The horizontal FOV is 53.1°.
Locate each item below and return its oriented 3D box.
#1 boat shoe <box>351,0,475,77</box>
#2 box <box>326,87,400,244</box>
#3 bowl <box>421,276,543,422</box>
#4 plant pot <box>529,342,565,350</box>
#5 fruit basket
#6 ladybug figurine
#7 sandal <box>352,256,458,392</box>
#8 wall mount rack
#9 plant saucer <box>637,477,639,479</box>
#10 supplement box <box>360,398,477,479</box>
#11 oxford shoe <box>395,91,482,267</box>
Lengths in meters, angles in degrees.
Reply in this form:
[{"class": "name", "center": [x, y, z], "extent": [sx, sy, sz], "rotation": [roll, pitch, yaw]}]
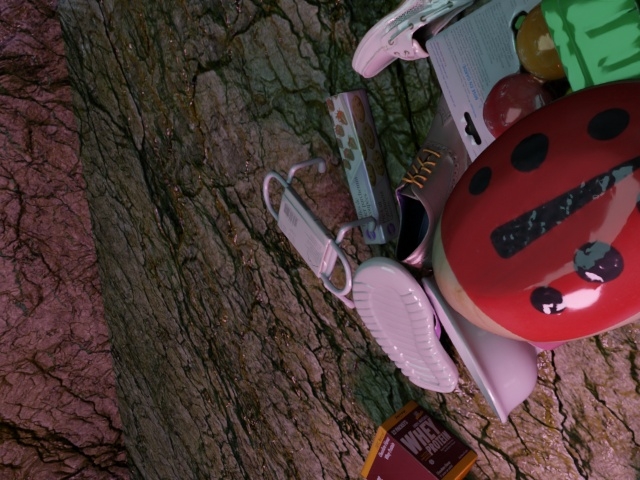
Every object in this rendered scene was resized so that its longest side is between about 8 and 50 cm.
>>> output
[{"class": "boat shoe", "center": [0.161, -0.368, 1.151], "extent": [0.277, 0.098, 0.096], "rotation": [-38, 79, 47]}, {"class": "box", "center": [0.094, -0.154, 1.351], "extent": [0.063, 0.067, 0.324], "rotation": [-5, 104, 48]}, {"class": "bowl", "center": [0.313, 0.169, 1.176], "extent": [0.298, 0.134, 0.298], "rotation": [61, -177, -5]}, {"class": "plant pot", "center": [0.385, 0.070, 1.016], "extent": [0.201, 0.201, 0.180], "rotation": [48, 122, 19]}, {"class": "fruit basket", "center": [0.355, -0.231, 0.976], "extent": [0.353, 0.165, 0.327], "rotation": [-20, 93, 54]}, {"class": "ladybug figurine", "center": [0.310, -0.028, 0.826], "extent": [0.449, 0.161, 0.305], "rotation": [-44, 65, 39]}, {"class": "sandal", "center": [0.181, 0.163, 1.322], "extent": [0.169, 0.102, 0.416], "rotation": [5, 138, 33]}, {"class": "wall mount rack", "center": [0.000, 0.000, 1.425], "extent": [0.350, 0.130, 0.304], "rotation": [52, 145, 32]}, {"class": "plant saucer", "center": [0.674, 0.527, 1.077], "extent": [0.317, 0.043, 0.318], "rotation": [23, 124, 39]}, {"class": "supplement box", "center": [0.223, 0.519, 1.485], "extent": [0.194, 0.129, 0.191], "rotation": [38, 132, 28]}, {"class": "oxford shoe", "center": [0.216, -0.120, 1.151], "extent": [0.130, 0.132, 0.364], "rotation": [24, 112, 54]}]
